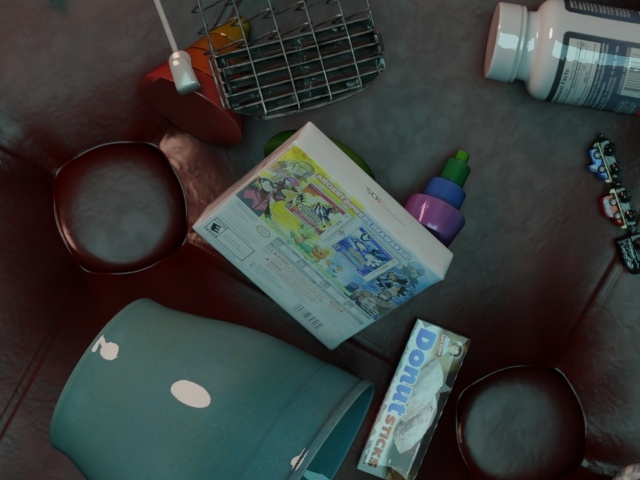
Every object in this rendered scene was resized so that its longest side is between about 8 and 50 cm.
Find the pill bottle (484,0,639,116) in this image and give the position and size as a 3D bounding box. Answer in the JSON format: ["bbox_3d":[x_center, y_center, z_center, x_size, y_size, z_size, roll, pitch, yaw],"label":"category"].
[{"bbox_3d":[0.265,-0.193,1.457,0.180,0.108,0.108,10,95,-1],"label":"pill bottle"}]

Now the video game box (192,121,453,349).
[{"bbox_3d":[0.000,0.000,1.439,0.205,0.048,0.187,42,135,-13],"label":"video game box"}]

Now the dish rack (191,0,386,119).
[{"bbox_3d":[-0.050,-0.261,1.421,0.208,0.074,0.271,-17,93,-22],"label":"dish rack"}]

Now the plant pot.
[{"bbox_3d":[-0.121,0.194,1.425,0.255,0.271,0.271,31,95,11],"label":"plant pot"}]

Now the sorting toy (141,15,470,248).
[{"bbox_3d":[0.001,-0.126,1.475,0.365,0.127,0.126,27,72,-1],"label":"sorting toy"}]

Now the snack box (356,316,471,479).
[{"bbox_3d":[0.101,0.177,1.533,0.064,0.022,0.178,21,95,-1],"label":"snack box"}]

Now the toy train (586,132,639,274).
[{"bbox_3d":[0.319,-0.038,1.514,0.036,0.027,0.158,-18,96,12],"label":"toy train"}]

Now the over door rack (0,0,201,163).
[{"bbox_3d":[-0.276,-0.240,1.428,0.239,0.108,0.324,-21,73,2],"label":"over door rack"}]

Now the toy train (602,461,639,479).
[{"bbox_3d":[0.369,0.392,1.496,0.190,0.142,0.334,-27,100,29],"label":"toy train"}]
